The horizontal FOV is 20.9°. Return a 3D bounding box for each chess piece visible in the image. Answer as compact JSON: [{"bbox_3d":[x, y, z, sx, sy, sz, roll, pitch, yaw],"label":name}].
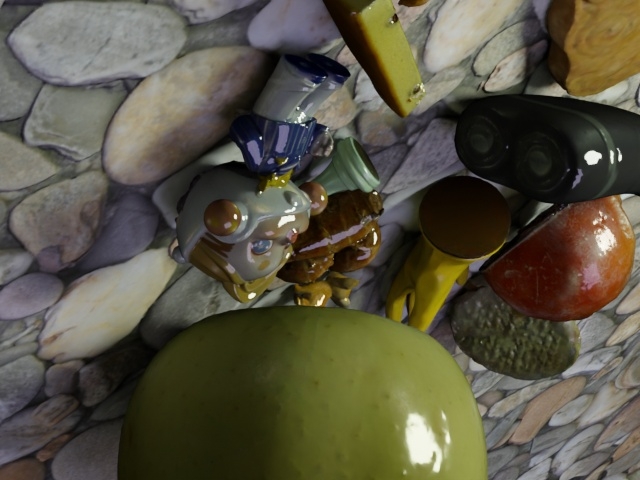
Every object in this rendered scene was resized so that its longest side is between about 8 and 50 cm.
[{"bbox_3d":[0.009,-0.065,1.955,0.103,0.067,0.067,-32,155,12],"label":"chess piece"}]

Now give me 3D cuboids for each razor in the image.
[{"bbox_3d":[0.322,-0.111,2.094,0.349,0.204,0.113,-1,108,-51],"label":"razor"}]

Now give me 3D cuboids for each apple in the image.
[{"bbox_3d":[-0.018,0.300,2.067,0.473,0.473,0.473,-27,153,-15],"label":"apple"}]

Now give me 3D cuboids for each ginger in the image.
[{"bbox_3d":[0.000,0.000,2.043,0.162,0.073,0.103,-22,138,-12],"label":"ginger"}]

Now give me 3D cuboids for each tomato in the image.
[{"bbox_3d":[0.335,0.026,2.317,0.181,0.155,0.214,-34,176,-45],"label":"tomato"}]

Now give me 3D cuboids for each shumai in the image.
[{"bbox_3d":[0.291,0.100,2.508,0.201,0.201,0.120,-60,-175,40],"label":"shumai"}]

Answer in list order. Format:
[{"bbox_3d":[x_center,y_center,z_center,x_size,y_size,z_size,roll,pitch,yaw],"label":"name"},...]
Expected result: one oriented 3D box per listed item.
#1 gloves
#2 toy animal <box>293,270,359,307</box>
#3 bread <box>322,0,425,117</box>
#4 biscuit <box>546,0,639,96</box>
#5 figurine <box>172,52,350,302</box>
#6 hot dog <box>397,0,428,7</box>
[{"bbox_3d":[0.162,0.037,2.273,0.133,0.116,0.294,-19,156,-17],"label":"gloves"},{"bbox_3d":[0.008,0.075,2.177,0.083,0.081,0.060,-8,146,-8],"label":"toy animal"},{"bbox_3d":[0.051,-0.208,1.735,0.049,0.088,0.226,-37,155,-2],"label":"bread"},{"bbox_3d":[0.429,-0.326,2.004,0.365,0.062,0.385,-23,151,-19],"label":"biscuit"},{"bbox_3d":[-0.067,-0.068,1.799,0.194,0.133,0.274,-36,150,-40],"label":"figurine"},{"bbox_3d":[0.113,-0.336,1.574,0.135,0.100,0.337,-26,151,-23],"label":"hot dog"}]
